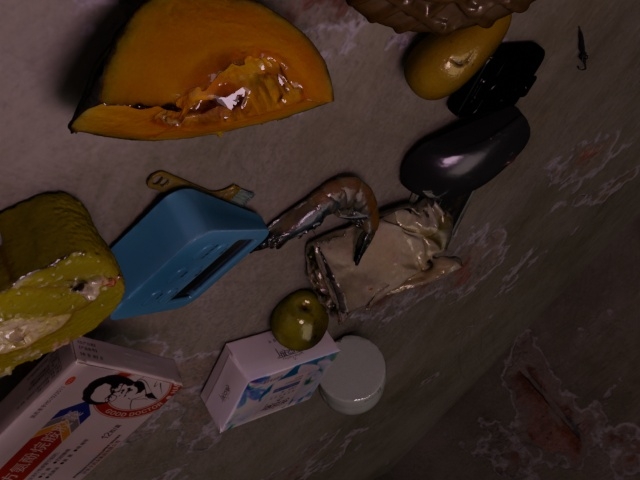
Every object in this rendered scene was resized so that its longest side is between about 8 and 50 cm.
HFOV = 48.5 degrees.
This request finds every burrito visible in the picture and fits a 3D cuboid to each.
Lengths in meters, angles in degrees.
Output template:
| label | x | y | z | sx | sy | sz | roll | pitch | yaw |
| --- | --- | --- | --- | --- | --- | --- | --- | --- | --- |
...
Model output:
| label | x | y | z | sx | sy | sz | roll | pitch | yaw |
| --- | --- | --- | --- | --- | --- | --- | --- | --- | --- |
| burrito | 0.133 | 0.034 | 1.507 | 0.332 | 0.190 | 0.135 | -22 | -176 | -22 |

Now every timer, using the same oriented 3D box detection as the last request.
| label | x | y | z | sx | sy | sz | roll | pitch | yaw |
| --- | --- | --- | --- | --- | --- | --- | --- | --- | --- |
| timer | -0.213 | 0.037 | 1.159 | 0.232 | 0.091 | 0.250 | -41 | 156 | 17 |
| timer | 0.337 | -0.299 | 1.333 | 0.187 | 0.055 | 0.144 | -15 | 144 | -37 |

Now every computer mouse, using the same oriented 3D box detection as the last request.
| label | x | y | z | sx | sy | sz | roll | pitch | yaw |
| --- | --- | --- | --- | --- | --- | --- | --- | --- | --- |
| computer mouse | 0.296 | -0.156 | 1.417 | 0.269 | 0.100 | 0.170 | -25 | 160 | -7 |

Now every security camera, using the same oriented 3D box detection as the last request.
| label | x | y | z | sx | sy | sz | roll | pitch | yaw |
| --- | --- | --- | --- | --- | --- | --- | --- | --- | --- |
| security camera | 0.087 | 0.380 | 1.931 | 0.195 | 0.194 | 0.236 | -32 | 154 | -10 |

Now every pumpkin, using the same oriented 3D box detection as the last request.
| label | x | y | z | sx | sy | sz | roll | pitch | yaw |
| --- | --- | --- | --- | --- | --- | --- | --- | --- | --- |
| pumpkin | -0.158 | -0.206 | 0.865 | 0.312 | 0.148 | 0.169 | -6 | 178 | -34 |

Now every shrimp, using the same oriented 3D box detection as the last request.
| label | x | y | z | sx | sy | sz | roll | pitch | yaw |
| --- | --- | --- | --- | --- | --- | --- | --- | --- | --- |
| shrimp | 0.000 | 0.000 | 1.336 | 0.262 | 0.051 | 0.198 | -32 | 125 | -4 |

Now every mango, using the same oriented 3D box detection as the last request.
| label | x | y | z | sx | sy | sz | roll | pitch | yaw |
| --- | --- | --- | --- | --- | --- | --- | --- | --- | --- |
| mango | 0.221 | -0.303 | 1.123 | 0.195 | 0.098 | 0.137 | -38 | 180 | 18 |

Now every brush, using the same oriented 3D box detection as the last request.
| label | x | y | z | sx | sy | sz | roll | pitch | yaw |
| --- | --- | --- | --- | --- | --- | --- | --- | --- | --- |
| brush | -0.190 | -0.071 | 1.112 | 0.082 | 0.010 | 0.218 | -45 | 151 | 14 |

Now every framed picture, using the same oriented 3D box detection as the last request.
| label | x | y | z | sx | sy | sz | roll | pitch | yaw |
| --- | --- | --- | --- | --- | --- | --- | --- | --- | --- |
| framed picture | 0.274 | -0.065 | 1.652 | 0.232 | 0.019 | 0.296 | -22 | 148 | -27 |

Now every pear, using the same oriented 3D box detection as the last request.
| label | x | y | z | sx | sy | sz | roll | pitch | yaw |
| --- | --- | --- | --- | --- | --- | --- | --- | --- | --- |
| pear | -0.036 | 0.183 | 1.566 | 0.141 | 0.104 | 0.141 | -30 | 149 | -21 |

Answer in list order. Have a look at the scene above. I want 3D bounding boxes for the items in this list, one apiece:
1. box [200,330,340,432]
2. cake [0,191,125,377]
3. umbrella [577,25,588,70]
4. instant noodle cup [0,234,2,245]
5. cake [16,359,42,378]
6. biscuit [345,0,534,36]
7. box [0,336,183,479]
| label | x | y | z | sx | sy | sz | roll | pitch | yaw |
| --- | --- | --- | --- | --- | --- | --- | --- | --- | --- |
| box | -0.116 | 0.309 | 1.657 | 0.274 | 0.116 | 0.203 | -11 | 142 | -41 |
| cake | -0.399 | 0.068 | 0.940 | 0.260 | 0.156 | 0.179 | -28 | 145 | -14 |
| umbrella | 0.542 | -0.395 | 1.465 | 0.149 | 0.022 | 0.022 | 49 | 55 | -62 |
| instant noodle cup | -0.446 | -0.035 | 0.582 | 0.254 | 0.325 | 0.325 | -35 | 154 | -25 |
| cake | -0.432 | 0.283 | 1.270 | 0.135 | 0.098 | 0.287 | -28 | 150 | -17 |
| biscuit | 0.171 | -0.367 | 0.855 | 0.332 | 0.103 | 0.332 | -5 | 162 | -2 |
| box | -0.422 | 0.300 | 1.167 | 0.353 | 0.069 | 0.214 | -44 | 140 | 16 |
